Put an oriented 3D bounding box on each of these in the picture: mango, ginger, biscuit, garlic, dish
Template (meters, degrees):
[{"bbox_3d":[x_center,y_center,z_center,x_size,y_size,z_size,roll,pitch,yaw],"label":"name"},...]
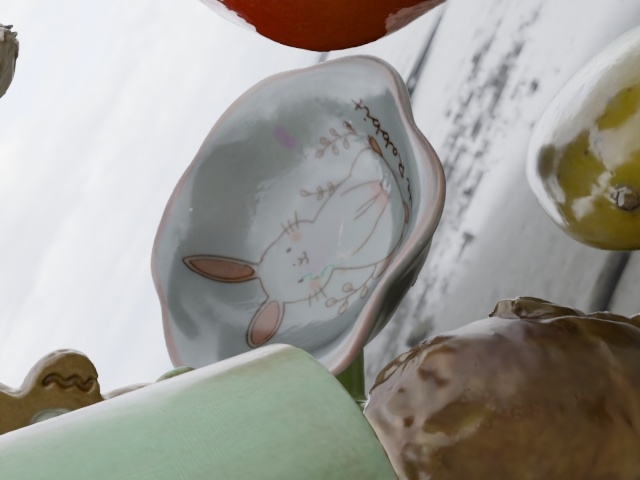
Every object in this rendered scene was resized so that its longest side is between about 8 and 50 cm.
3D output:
[{"bbox_3d":[0.193,-0.070,0.844,0.156,0.114,0.251,-53,11,4],"label":"mango"},{"bbox_3d":[0.160,0.129,0.756,0.165,0.321,0.172,-45,22,38],"label":"ginger"},{"bbox_3d":[-0.174,0.171,1.003,0.035,0.249,0.184,-146,68,-65],"label":"biscuit"},{"bbox_3d":[-0.291,-0.151,1.139,0.074,0.094,0.113,77,-176,-51],"label":"garlic"},{"bbox_3d":[0.000,0.000,0.844,0.229,0.081,0.229,-20,56,33],"label":"dish"}]

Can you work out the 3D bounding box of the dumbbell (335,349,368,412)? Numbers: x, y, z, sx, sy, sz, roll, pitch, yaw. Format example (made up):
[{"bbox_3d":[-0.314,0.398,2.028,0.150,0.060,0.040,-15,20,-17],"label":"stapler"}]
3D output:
[{"bbox_3d":[0.005,0.041,0.978,0.121,0.108,0.302,10,-107,-55],"label":"dumbbell"}]

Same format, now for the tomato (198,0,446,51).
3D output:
[{"bbox_3d":[-0.012,-0.225,0.727,0.180,0.260,0.260,0,-58,-48],"label":"tomato"}]

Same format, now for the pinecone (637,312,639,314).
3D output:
[{"bbox_3d":[0.285,0.193,1.042,0.296,0.298,0.242,-45,-6,30],"label":"pinecone"}]

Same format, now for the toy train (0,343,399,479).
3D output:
[{"bbox_3d":[-0.082,0.124,0.372,0.285,0.177,0.116,-17,-33,-28],"label":"toy train"}]
